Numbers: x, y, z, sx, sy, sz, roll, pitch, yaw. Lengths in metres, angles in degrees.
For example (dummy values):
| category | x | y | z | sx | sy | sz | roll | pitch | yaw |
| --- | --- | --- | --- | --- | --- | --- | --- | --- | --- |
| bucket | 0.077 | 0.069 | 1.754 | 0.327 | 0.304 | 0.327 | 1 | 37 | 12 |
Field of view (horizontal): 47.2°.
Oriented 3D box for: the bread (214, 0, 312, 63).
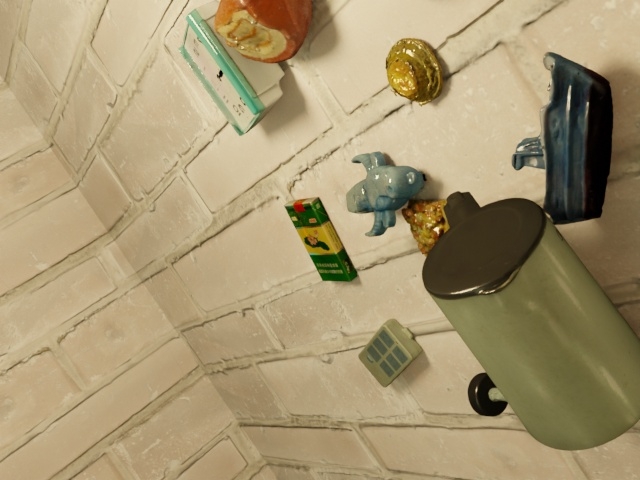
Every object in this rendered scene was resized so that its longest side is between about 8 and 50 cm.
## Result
| category | x | y | z | sx | sy | sz | roll | pitch | yaw |
| --- | --- | --- | --- | --- | --- | --- | --- | --- | --- |
| bread | -0.118 | -0.452 | 1.467 | 0.190 | 0.123 | 0.244 | 29 | 168 | -18 |

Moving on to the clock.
| category | x | y | z | sx | sy | sz | roll | pitch | yaw |
| --- | --- | --- | --- | --- | --- | --- | --- | --- | --- |
| clock | -0.200 | -0.395 | 1.677 | 0.262 | 0.116 | 0.231 | 55 | 163 | -4 |

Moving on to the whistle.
| category | x | y | z | sx | sy | sz | roll | pitch | yaw |
| --- | --- | --- | --- | --- | --- | --- | --- | --- | --- |
| whistle | 0.125 | -0.105 | 1.540 | 0.269 | 0.093 | 0.180 | -20 | 80 | 60 |

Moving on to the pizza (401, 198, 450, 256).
| category | x | y | z | sx | sy | sz | roll | pitch | yaw |
| --- | --- | --- | --- | --- | --- | --- | --- | --- | --- |
| pizza | 0.222 | -0.030 | 1.523 | 0.134 | 0.046 | 0.175 | 35 | 146 | 29 |

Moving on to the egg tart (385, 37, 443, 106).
| category | x | y | z | sx | sy | sz | roll | pitch | yaw |
| --- | --- | --- | --- | --- | --- | --- | --- | --- | --- |
| egg tart | 0.164 | -0.299 | 1.322 | 0.130 | 0.052 | 0.130 | 32 | 142 | 29 |

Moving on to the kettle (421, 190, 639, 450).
| category | x | y | z | sx | sy | sz | roll | pitch | yaw |
| --- | --- | --- | --- | --- | --- | --- | --- | --- | --- |
| kettle | 0.355 | 0.107 | 1.255 | 0.377 | 0.250 | 0.361 | 49 | -161 | -22 |

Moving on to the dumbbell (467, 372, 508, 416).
| category | x | y | z | sx | sy | sz | roll | pitch | yaw |
| --- | --- | --- | --- | --- | --- | --- | --- | --- | --- |
| dumbbell | 0.413 | 0.332 | 1.574 | 0.100 | 0.100 | 0.191 | 58 | 151 | -8 |

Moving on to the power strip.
| category | x | y | z | sx | sy | sz | roll | pitch | yaw |
| --- | --- | --- | --- | --- | --- | --- | --- | --- | --- |
| power strip | 0.179 | 0.300 | 1.933 | 0.118 | 0.046 | 0.270 | 47 | 151 | 13 |

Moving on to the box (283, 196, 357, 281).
| category | x | y | z | sx | sy | sz | roll | pitch | yaw |
| --- | --- | --- | --- | --- | --- | --- | --- | --- | --- |
| box | 0.000 | 0.000 | 1.887 | 0.132 | 0.034 | 0.235 | -3 | 118 | 57 |

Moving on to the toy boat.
| category | x | y | z | sx | sy | sz | roll | pitch | yaw |
| --- | --- | --- | --- | --- | --- | --- | --- | --- | --- |
| toy boat | 0.362 | -0.144 | 1.114 | 0.142 | 0.129 | 0.309 | 13 | 136 | 31 |
